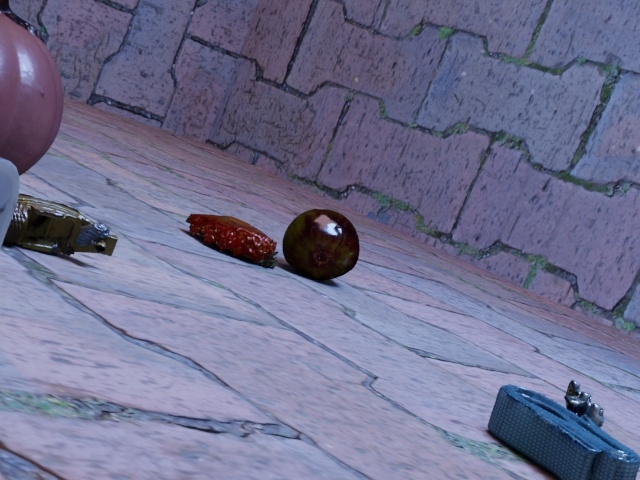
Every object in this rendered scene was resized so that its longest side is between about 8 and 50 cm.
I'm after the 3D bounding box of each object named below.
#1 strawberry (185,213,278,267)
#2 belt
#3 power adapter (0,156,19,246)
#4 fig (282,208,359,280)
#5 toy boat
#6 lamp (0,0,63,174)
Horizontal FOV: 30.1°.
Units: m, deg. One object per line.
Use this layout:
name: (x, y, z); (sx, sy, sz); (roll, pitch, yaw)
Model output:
strawberry: (-0.117, -0.007, 1.612); (0.152, 0.048, 0.104); (27, 4, 24)
belt: (0.224, 0.177, 1.036); (0.100, 0.065, 0.179); (9, 12, -24)
power adapter: (-0.303, -0.030, 0.692); (0.205, 0.125, 0.130); (24, 7, 17)
fig: (0.000, 0.000, 1.693); (0.109, 0.103, 0.154); (43, 8, -15)
toy boat: (-0.261, -0.012, 1.110); (0.149, 0.047, 0.049); (14, 22, -33)
lamp: (-0.406, -0.184, 1.216); (0.305, 0.239, 0.305); (21, 4, -2)
